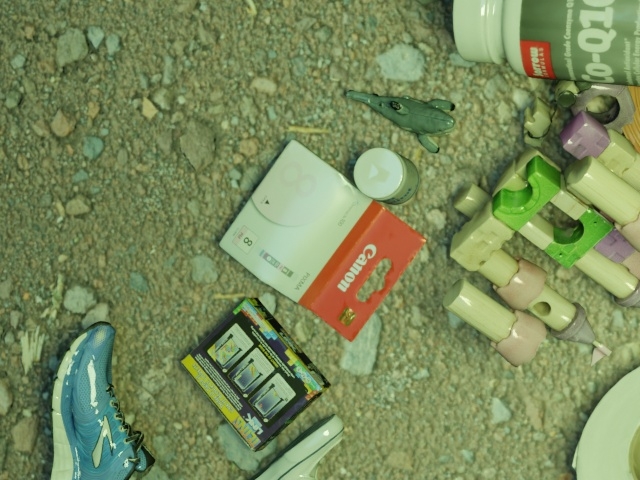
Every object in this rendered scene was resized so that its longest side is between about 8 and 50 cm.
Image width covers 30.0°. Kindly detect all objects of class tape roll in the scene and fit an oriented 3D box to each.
[{"bbox_3d":[0.451,0.269,1.412,0.286,0.100,0.286,-24,41,23],"label":"tape roll"}]

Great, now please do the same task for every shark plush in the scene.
[{"bbox_3d":[0.116,-0.185,1.633,0.161,0.067,0.073,33,98,16],"label":"shark plush"}]

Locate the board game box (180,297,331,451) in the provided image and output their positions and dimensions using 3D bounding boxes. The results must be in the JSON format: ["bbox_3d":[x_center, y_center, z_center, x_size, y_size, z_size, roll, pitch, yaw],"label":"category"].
[{"bbox_3d":[-0.092,0.190,1.693,0.141,0.048,0.170,-44,77,13],"label":"board game box"}]

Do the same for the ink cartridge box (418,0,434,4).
[{"bbox_3d":[0.178,-0.413,1.509,0.211,0.289,0.122,-19,85,16],"label":"ink cartridge box"}]

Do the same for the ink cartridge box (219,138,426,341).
[{"bbox_3d":[0.000,0.000,1.670,0.232,0.066,0.189,39,99,19],"label":"ink cartridge box"}]

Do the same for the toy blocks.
[{"bbox_3d":[0.341,-0.006,1.491,0.260,0.309,0.288,34,121,-14],"label":"toy blocks"}]

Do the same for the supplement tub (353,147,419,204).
[{"bbox_3d":[0.091,-0.086,1.616,0.071,0.107,0.071,-1,88,17],"label":"supplement tub"}]

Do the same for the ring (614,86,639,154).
[{"bbox_3d":[0.546,-0.205,1.519,0.336,0.032,0.337,-1,87,18],"label":"ring"}]

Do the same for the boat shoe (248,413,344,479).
[{"bbox_3d":[-0.037,0.331,1.663,0.226,0.083,0.076,-42,88,23],"label":"boat shoe"}]

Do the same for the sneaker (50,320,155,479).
[{"bbox_3d":[-0.309,0.281,1.734,0.147,0.130,0.330,1,91,3],"label":"sneaker"}]

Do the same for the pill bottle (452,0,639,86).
[{"bbox_3d":[0.312,-0.269,1.420,0.283,0.161,0.161,8,90,24],"label":"pill bottle"}]
